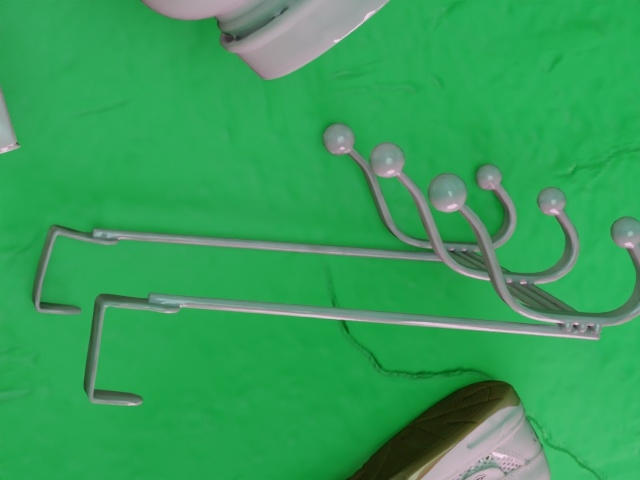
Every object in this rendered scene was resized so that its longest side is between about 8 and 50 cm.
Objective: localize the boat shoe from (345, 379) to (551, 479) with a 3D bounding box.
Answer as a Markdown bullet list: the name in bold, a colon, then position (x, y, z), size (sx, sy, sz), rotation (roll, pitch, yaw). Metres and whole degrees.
- **boat shoe**: position (0.036, 0.206, 1.198), size (0.277, 0.098, 0.096), rotation (-35, 104, -8)

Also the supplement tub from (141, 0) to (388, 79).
- **supplement tub**: position (-0.075, -0.277, 1.027), size (0.241, 0.241, 0.331), rotation (-46, 106, -4)

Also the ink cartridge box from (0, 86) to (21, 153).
- **ink cartridge box**: position (-0.242, -0.139, 1.056), size (0.082, 0.139, 0.191), rotation (-17, 102, -12)

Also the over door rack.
- **over door rack**: position (0.000, 0.000, 1.085), size (0.324, 0.239, 0.108), rotation (-7, 102, -14)
